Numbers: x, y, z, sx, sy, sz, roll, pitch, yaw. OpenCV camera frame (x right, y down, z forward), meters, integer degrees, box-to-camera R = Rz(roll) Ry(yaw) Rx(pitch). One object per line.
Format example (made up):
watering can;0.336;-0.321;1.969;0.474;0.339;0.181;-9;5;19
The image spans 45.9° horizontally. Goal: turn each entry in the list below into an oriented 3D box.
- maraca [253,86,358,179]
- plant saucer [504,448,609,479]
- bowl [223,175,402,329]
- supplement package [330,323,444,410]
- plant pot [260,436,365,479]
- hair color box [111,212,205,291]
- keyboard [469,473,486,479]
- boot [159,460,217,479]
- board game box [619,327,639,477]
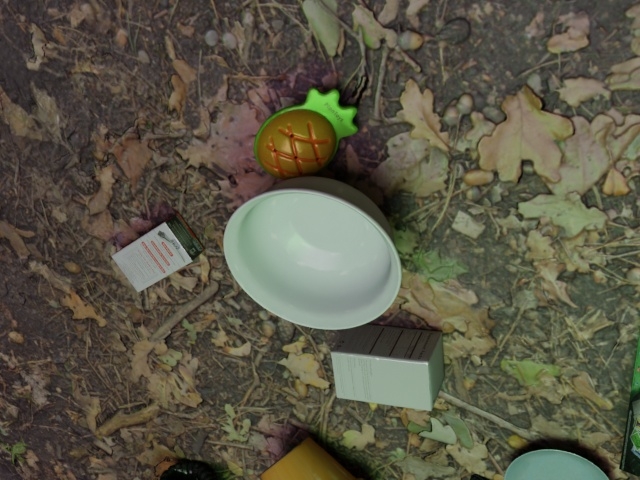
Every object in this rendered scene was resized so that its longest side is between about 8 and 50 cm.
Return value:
maraca;-0.025;-0.169;1.220;0.186;0.099;0.127;-39;121;24
plant saucer;0.438;0.449;1.386;0.195;0.037;0.194;10;120;18
bowl;0.000;0.000;1.261;0.298;0.134;0.297;10;130;12
supplement package;0.123;0.224;1.359;0.179;0.105;0.105;4;117;22
plant pot;-0.018;0.513;1.531;0.188;0.205;0.205;52;125;9
hair color box;-0.317;0.025;1.474;0.167;0.053;0.093;-27;102;33
keyboard;0.327;0.550;1.498;0.100;0.038;0.192;32;129;33
boot;-0.205;0.659;1.714;0.348;0.131;0.260;9;119;19
board game box;0.543;0.251;1.156;0.136;0.030;0.259;15;103;49
